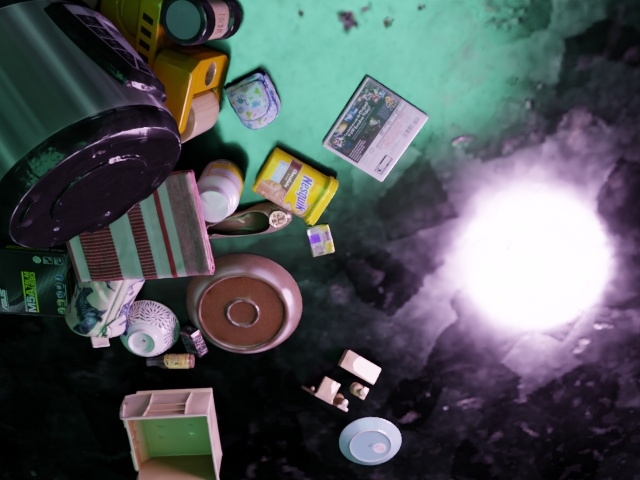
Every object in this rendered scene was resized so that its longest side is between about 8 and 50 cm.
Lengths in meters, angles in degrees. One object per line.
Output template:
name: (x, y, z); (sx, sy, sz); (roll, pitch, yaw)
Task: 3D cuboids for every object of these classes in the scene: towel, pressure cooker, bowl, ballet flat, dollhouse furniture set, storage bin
towel: (0.000, 0.000, 1.585); (0.060, 0.009, 0.083); (-10, 116, 5)
pressure cooker: (-0.506, -0.245, 1.120); (0.420, 0.375, 0.370); (52, 141, 10)
bowl: (-0.466, 0.251, 1.664); (0.170, 0.080, 0.170); (0, 115, 0)
ballet flat: (-0.193, -0.041, 1.536); (0.250, 0.058, 0.084); (-6, 116, 2)
dollhouse furniture set: (0.057, 0.390, 1.765); (0.144, 0.123, 0.151); (32, 77, -15)
storage bin: (-0.426, 0.568, 1.794); (0.260, 0.123, 0.262); (-3, 116, 1)
towel: (-0.407, -0.025, 1.368); (0.329, 0.037, 0.237); (-4, 110, 11)

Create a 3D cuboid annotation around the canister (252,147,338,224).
canister: (-0.062, -0.129, 1.488); (0.170, 0.073, 0.126); (29, 112, -12)

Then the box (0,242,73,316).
box: (-0.736, 0.104, 1.610); (0.184, 0.045, 0.191); (4, 115, -5)

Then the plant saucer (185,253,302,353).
plant saucer: (-0.204, 0.181, 1.651); (0.310, 0.050, 0.311); (-1, 115, -1)

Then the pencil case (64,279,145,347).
pencil case: (-0.483, 0.052, 1.512); (0.160, 0.183, 0.410); (2, 124, -48)

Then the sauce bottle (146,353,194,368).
sauce bottle: (-0.414, 0.334, 1.725); (0.128, 0.042, 0.042); (-3, 116, -1)

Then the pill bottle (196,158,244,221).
pill bottle: (-0.234, -0.112, 1.432); (0.103, 0.184, 0.103); (0, 116, 0)

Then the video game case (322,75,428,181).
video game case: (0.126, -0.257, 1.456); (0.173, 0.022, 0.190); (30, 113, -14)

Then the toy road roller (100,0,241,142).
toy road roller: (-0.325, -0.390, 1.299); (0.240, 0.202, 0.329); (19, 114, 7)

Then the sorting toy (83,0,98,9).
sorting toy: (-0.629, -0.481, 1.302); (0.257, 0.089, 0.255); (36, 110, -16)

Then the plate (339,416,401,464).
plate: (0.149, 0.609, 1.874); (0.188, 0.024, 0.188); (0, 115, 0)

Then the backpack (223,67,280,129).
backpack: (-0.148, -0.308, 1.394); (0.105, 0.084, 0.114); (-23, 117, 13)

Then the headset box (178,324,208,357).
headset box: (-0.344, 0.267, 1.681); (0.062, 0.032, 0.083); (9, 124, 43)
